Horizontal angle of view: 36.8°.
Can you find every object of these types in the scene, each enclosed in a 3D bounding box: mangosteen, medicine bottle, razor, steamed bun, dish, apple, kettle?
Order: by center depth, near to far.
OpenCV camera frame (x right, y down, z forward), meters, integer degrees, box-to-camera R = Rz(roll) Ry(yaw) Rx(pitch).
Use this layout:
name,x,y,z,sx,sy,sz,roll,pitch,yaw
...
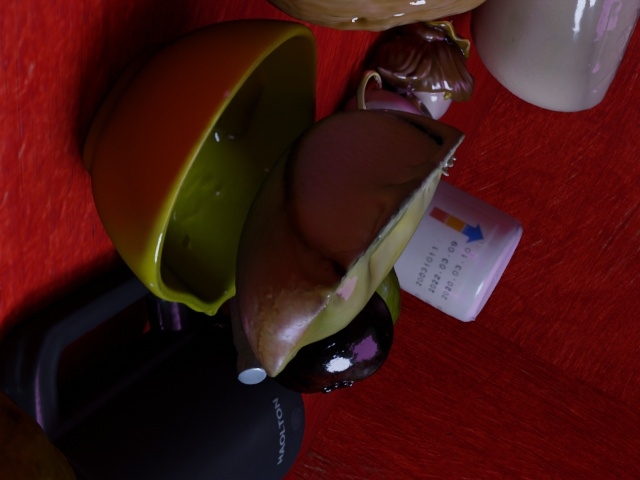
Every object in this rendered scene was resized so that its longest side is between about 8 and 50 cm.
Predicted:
name,x,y,z,sx,sy,sz,roll,pitch,yaw
dish,-0.097,-0.064,0.734,0.221,0.108,0.262,-59,168,-14
apple,0.000,0.000,0.752,0.265,0.120,0.193,-47,171,-51
kettle,-0.152,0.176,0.851,0.262,0.203,0.308,-64,166,21
razor,-0.077,0.027,0.883,0.106,0.068,0.232,106,-20,-45
mangosteen,0.001,0.073,0.905,0.140,0.140,0.140,-58,168,-19
medicine bottle,0.131,-0.019,1.402,0.170,0.293,0.170,-56,167,-20
steamed bun,0.438,-0.479,1.703,0.456,0.289,0.371,-53,161,-47

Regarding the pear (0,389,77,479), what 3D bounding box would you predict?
name,x,y,z,sx,sy,sz,roll,pitch,yaw
pear,-0.227,0.189,0.403,0.307,0.253,0.253,-50,165,-28

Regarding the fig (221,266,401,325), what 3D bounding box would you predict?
name,x,y,z,sx,sy,sz,roll,pitch,yaw
fig,-0.009,0.021,1.086,0.233,0.233,0.314,-50,154,-46

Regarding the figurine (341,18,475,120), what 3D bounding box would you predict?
name,x,y,z,sx,sy,sz,roll,pitch,yaw
figurine,0.120,-0.196,1.325,0.263,0.142,0.189,-57,145,-24

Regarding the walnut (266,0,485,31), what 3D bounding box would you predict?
name,x,y,z,sx,sy,sz,roll,pitch,yaw
walnut,0.038,-0.236,0.641,0.195,0.221,0.195,0,90,-80
